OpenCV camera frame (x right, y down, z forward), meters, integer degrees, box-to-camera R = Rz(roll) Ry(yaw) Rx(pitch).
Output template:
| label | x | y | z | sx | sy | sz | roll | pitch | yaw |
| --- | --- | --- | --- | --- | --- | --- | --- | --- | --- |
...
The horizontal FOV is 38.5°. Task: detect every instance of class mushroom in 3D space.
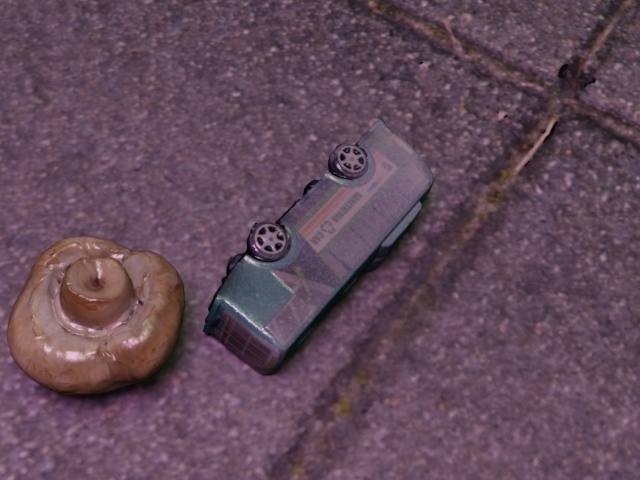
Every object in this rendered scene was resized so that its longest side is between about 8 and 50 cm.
| label | x | y | z | sx | sy | sz | roll | pitch | yaw |
| --- | --- | --- | --- | --- | --- | --- | --- | --- | --- |
| mushroom | -0.182 | 0.061 | 0.750 | 0.148 | 0.112 | 0.148 | 9 | 51 | -11 |

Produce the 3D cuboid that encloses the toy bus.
| label | x | y | z | sx | sy | sz | roll | pitch | yaw |
| --- | --- | --- | --- | --- | --- | --- | --- | --- | --- |
| toy bus | 0.000 | 0.000 | 0.835 | 0.109 | 0.091 | 0.261 | 40 | 61 | 6 |
